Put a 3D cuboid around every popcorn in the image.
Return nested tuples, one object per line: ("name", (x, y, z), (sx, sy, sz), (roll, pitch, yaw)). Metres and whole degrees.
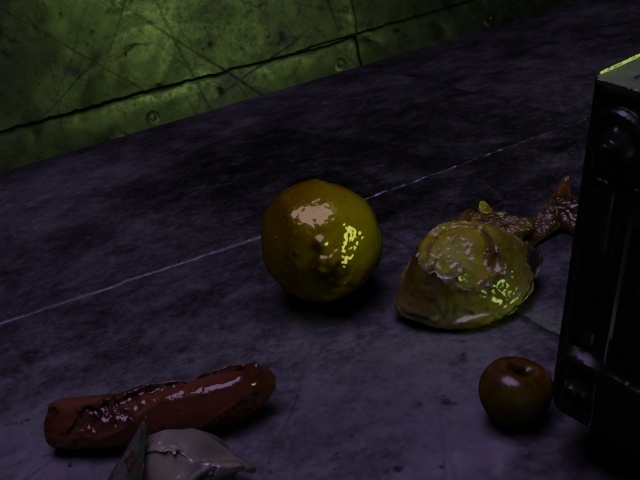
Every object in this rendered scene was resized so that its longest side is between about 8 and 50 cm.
("popcorn", (0.280, -0.037, 1.550), (0.084, 0.084, 0.084), (-10, 22, 4))

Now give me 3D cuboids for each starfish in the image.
("starfish", (0.445, -0.041, 1.522), (0.138, 0.050, 0.247), (2, 37, 37))

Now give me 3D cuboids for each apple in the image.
("apple", (0.237, 0.182, 1.054), (0.090, 0.074, 0.089), (-8, 23, 4))

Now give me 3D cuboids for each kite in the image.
("kite", (-0.201, 0.293, 0.935), (0.250, 0.012, 0.229), (-28, 48, 40))

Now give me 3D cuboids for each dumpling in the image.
("dumpling", (-0.157, 0.271, 1.026), (0.188, 0.108, 0.127), (-21, -6, 25))

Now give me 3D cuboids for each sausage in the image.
("sausage", (-0.220, 0.229, 1.175), (0.327, 0.079, 0.087), (-11, 37, 5))

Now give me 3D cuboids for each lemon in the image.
("lemon", (0.000, 0.000, 1.449), (0.204, 0.204, 0.260), (-16, 25, -8))

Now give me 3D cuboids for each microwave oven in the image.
("microwave oven", (0.416, 0.037, 0.831), (0.247, 0.394, 0.333), (-27, 39, -33))

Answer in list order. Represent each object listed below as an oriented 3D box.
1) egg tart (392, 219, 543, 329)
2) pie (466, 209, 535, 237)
("egg tart", (0.219, 0.039, 1.352), (0.252, 0.098, 0.232), (-28, 34, -17))
("pie", (0.284, -0.007, 1.486), (0.170, 0.034, 0.092), (-27, 54, -12))
